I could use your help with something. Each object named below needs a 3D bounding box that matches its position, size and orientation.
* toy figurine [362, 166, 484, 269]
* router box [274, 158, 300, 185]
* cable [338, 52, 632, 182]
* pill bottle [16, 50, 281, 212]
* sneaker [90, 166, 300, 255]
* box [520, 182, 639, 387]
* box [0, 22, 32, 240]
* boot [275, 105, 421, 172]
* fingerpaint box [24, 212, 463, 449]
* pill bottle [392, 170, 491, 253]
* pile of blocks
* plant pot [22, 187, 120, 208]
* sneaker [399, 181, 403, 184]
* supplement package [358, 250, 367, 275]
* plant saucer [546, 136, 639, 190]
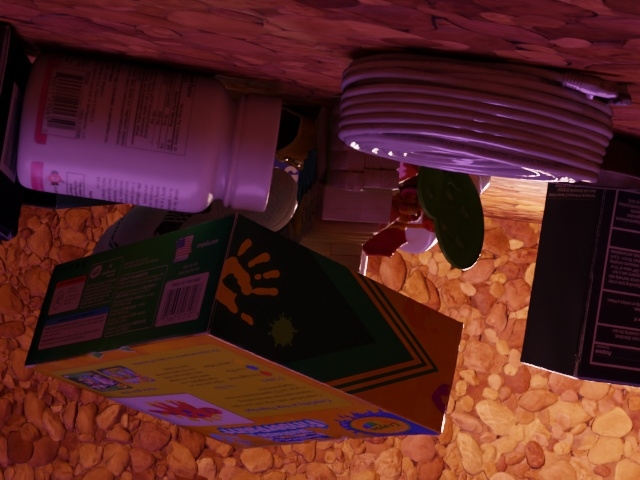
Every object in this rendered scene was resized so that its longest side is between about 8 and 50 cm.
[{"bbox_3d":[0.102,-0.030,1.961,0.159,0.130,0.173,-6,149,33],"label":"toy figurine"},{"bbox_3d":[-0.131,-0.110,2.361,0.335,0.082,0.301,-2,-174,-40],"label":"router box"},{"bbox_3d":[0.143,-0.109,1.416,0.257,0.089,0.257,9,179,-1],"label":"cable"},{"bbox_3d":[-0.193,-0.118,1.741,0.283,0.160,0.160,9,179,-5],"label":"pill bottle"},{"bbox_3d":[-0.144,0.036,2.144,0.366,0.137,0.210,-18,131,29],"label":"sneaker"},{"bbox_3d":[0.458,0.055,2.103,0.296,0.294,0.183,10,178,-19],"label":"box"},{"bbox_3d":[-0.531,-0.138,1.669,0.395,0.212,0.293,9,175,-3],"label":"box"},{"bbox_3d":[-0.007,-0.122,2.038,0.211,0.104,0.295,15,170,-23],"label":"boot"},{"bbox_3d":[-0.105,0.133,1.973,0.371,0.163,0.445,26,156,-31],"label":"fingerpaint box"},{"bbox_3d":[0.163,-0.060,2.106,0.094,0.094,0.169,8,-147,40],"label":"pill bottle"},{"bbox_3d":[0.047,-0.070,1.840,0.112,0.149,0.362,3,158,-13],"label":"pile of blocks"},{"bbox_3d":[-0.304,-0.131,2.122,0.234,0.165,0.165,-1,-175,-39],"label":"plant pot"},{"bbox_3d":[0.097,-0.106,2.455,0.228,0.086,0.132,-5,166,38],"label":"sneaker"},{"bbox_3d":[0.000,0.000,2.730,0.175,0.293,0.177,8,178,0],"label":"supplement package"},{"bbox_3d":[0.252,-0.105,1.820,0.310,0.050,0.310,9,178,0],"label":"plant saucer"}]
